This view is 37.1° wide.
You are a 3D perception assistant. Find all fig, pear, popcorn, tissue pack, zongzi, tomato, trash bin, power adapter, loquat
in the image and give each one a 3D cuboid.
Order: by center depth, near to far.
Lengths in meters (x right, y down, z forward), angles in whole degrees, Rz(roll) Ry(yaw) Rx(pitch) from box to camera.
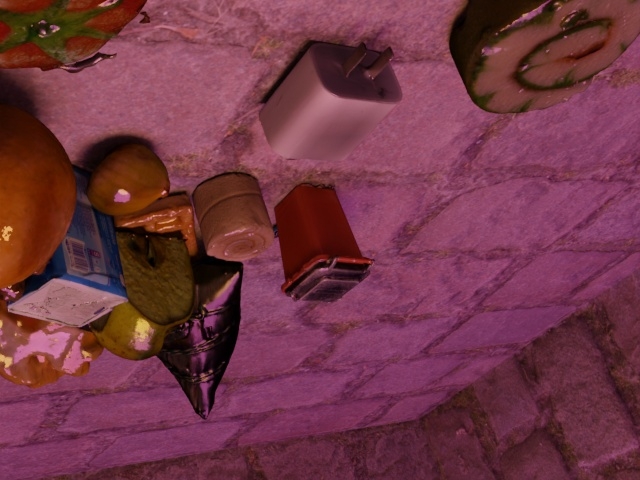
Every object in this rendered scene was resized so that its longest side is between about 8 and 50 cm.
[{"bbox_3d":[-0.346,-0.346,1.120,0.304,0.238,0.303,-15,168,-3],"label":"tomato"},{"bbox_3d":[-0.537,-0.050,1.489,0.329,0.328,0.359,-15,128,-7],"label":"loquat"},{"bbox_3d":[0.032,-0.261,1.697,0.187,0.124,0.255,-1,150,-37],"label":"power adapter"},{"bbox_3d":[-0.475,0.003,1.720,0.146,0.263,0.198,-28,154,20],"label":"tissue pack"},{"bbox_3d":[-0.355,-0.111,1.735,0.153,0.120,0.136,-29,179,-18],"label":"fig"},{"bbox_3d":[-0.360,0.120,1.924,0.164,0.255,0.238,-37,154,32],"label":"pear"},{"bbox_3d":[-0.599,0.158,2.018,0.316,0.281,0.297,21,102,-16],"label":"popcorn"},{"bbox_3d":[0.000,0.000,2.080,0.161,0.238,0.184,6,149,-37],"label":"trash bin"},{"bbox_3d":[-0.285,0.156,2.235,0.319,0.362,0.383,-6,129,8],"label":"zongzi"}]

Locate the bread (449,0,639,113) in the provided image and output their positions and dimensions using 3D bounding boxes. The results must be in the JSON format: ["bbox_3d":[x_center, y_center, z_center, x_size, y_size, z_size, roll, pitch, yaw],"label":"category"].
[{"bbox_3d":[0.423,-0.372,1.726,0.366,0.129,0.382,-24,156,11],"label":"bread"}]

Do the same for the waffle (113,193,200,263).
[{"bbox_3d":[-0.350,-0.009,2.033,0.168,0.057,0.274,-14,155,-11],"label":"waffle"}]

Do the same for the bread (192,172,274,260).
[{"bbox_3d":[-0.178,-0.047,1.971,0.148,0.141,0.134,5,148,-42],"label":"bread"}]

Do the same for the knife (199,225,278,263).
[{"bbox_3d":[-0.164,0.010,2.239,0.297,0.026,0.044,-26,166,14],"label":"knife"}]
